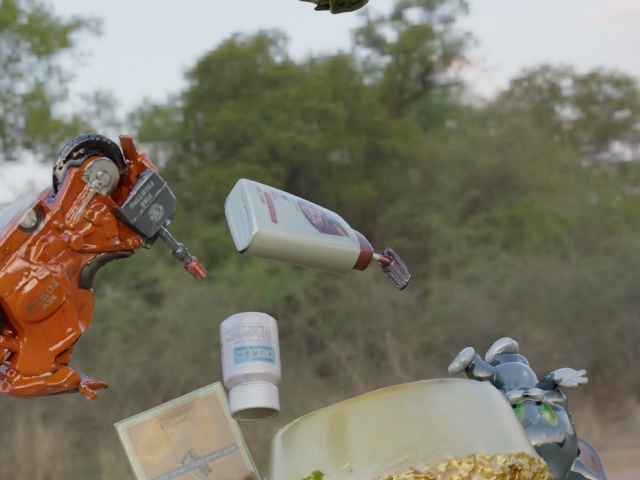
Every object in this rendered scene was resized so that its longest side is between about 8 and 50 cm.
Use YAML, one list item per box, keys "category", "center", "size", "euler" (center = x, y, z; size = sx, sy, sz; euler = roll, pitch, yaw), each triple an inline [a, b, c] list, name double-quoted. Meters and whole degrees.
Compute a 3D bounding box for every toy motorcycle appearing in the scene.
- category: "toy motorcycle"
  center: [-0.274, 0.046, 1.697]
  size: [0.147, 0.326, 0.221]
  euler: [13, -30, 50]

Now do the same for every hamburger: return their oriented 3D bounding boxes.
- category: "hamburger"
  center: [0.078, 0.254, 1.494]
  size: [0.294, 0.179, 0.276]
  euler: [-20, -25, 16]

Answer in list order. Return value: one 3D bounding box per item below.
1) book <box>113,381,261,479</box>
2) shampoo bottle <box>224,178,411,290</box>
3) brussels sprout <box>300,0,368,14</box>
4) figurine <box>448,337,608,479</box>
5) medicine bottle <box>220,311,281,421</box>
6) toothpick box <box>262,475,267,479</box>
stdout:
- category: "book"
  center: [-0.165, 0.333, 2.127]
  size: [0.170, 0.242, 0.018]
  euler: [-21, -6, -28]
- category: "shampoo bottle"
  center: [0.000, 0.000, 2.294]
  size: [0.284, 0.071, 0.153]
  euler: [16, 27, -26]
- category: "brussels sprout"
  center: [0.025, -0.305, 1.646]
  size: [0.100, 0.139, 0.181]
  euler: [30, 1, 6]
- category: "figurine"
  center: [0.231, 0.220, 1.935]
  size: [0.193, 0.140, 0.265]
  euler: [-5, 19, -11]
- category: "medicine bottle"
  center: [-0.061, 0.112, 1.378]
  size: [0.052, 0.089, 0.052]
  euler: [-5, -22, -2]
- category: "toothpick box"
  center: [-0.011, 0.412, 1.808]
  size: [0.263, 0.263, 0.355]
  euler: [-6, -28, -11]
